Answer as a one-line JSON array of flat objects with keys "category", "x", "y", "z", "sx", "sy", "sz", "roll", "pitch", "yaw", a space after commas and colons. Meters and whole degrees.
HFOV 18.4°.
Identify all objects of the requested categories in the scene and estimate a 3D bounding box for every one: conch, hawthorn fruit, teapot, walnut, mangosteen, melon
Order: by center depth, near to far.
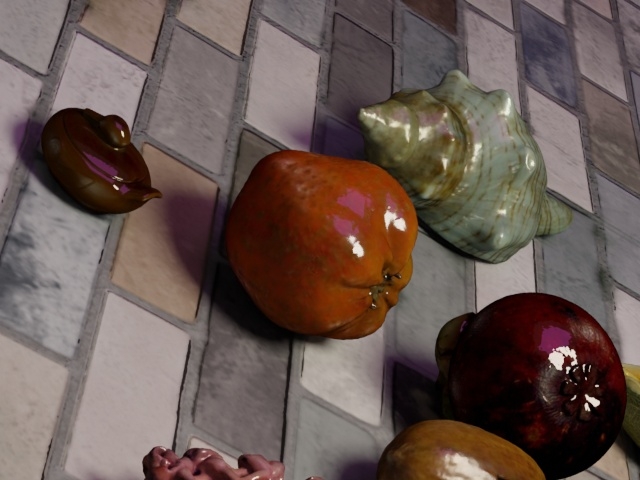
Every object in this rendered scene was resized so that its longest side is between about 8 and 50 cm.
[{"category": "walnut", "x": 0.132, "y": 0.220, "z": 1.720, "sx": 0.207, "sy": 0.116, "sz": 0.116, "roll": 24, "pitch": 30, "yaw": -41}, {"category": "teapot", "x": -0.196, "y": -0.076, "z": 1.802, "sx": 0.129, "sy": 0.078, "sz": 0.098, "roll": 49, "pitch": 30, "yaw": 20}, {"category": "hawthorn fruit", "x": 0.000, "y": 0.000, "z": 1.823, "sx": 0.189, "sy": 0.189, "sz": 0.189, "roll": 28, "pitch": 29, "yaw": -17}, {"category": "mangosteen", "x": 0.187, "y": 0.136, "z": 1.845, "sx": 0.200, "sy": 0.200, "sz": 0.200, "roll": 28, "pitch": 29, "yaw": -17}, {"category": "melon", "x": 0.354, "y": 0.182, "z": 2.073, "sx": 0.160, "sy": 0.079, "sz": 0.128, "roll": 3, "pitch": 25, "yaw": -46}, {"category": "conch", "x": 0.178, "y": -0.075, "z": 2.158, "sx": 0.386, "sy": 0.169, "sz": 0.203, "roll": 16, "pitch": 60, "yaw": -32}]

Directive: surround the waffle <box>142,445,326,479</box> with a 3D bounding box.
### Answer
[{"category": "waffle", "x": -0.050, "y": 0.254, "z": 1.461, "sx": 0.221, "sy": 0.055, "sz": 0.234, "roll": 19, "pitch": 44, "yaw": -11}]
